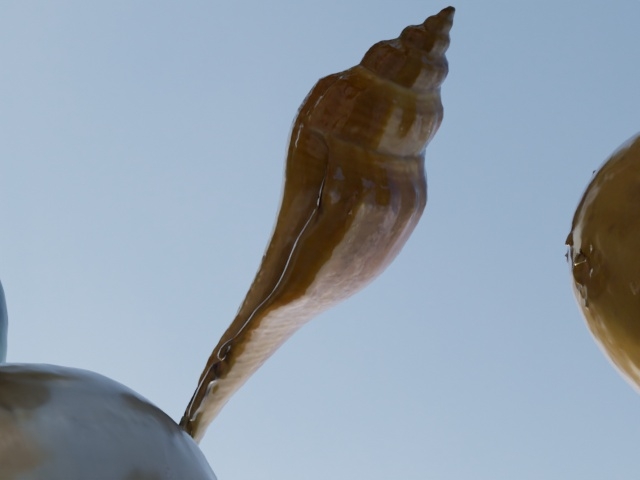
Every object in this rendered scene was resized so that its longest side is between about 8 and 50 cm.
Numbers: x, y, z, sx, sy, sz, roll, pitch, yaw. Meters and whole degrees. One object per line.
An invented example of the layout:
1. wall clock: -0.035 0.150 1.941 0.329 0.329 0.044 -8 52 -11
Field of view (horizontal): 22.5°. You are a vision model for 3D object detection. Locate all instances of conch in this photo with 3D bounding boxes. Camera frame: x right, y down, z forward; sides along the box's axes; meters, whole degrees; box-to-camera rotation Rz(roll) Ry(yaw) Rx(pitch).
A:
1. conch: 0.005 0.001 1.002 0.330 0.093 0.109 -65 -149 17

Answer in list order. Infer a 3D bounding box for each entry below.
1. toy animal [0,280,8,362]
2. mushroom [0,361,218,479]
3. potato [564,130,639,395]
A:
1. toy animal: -0.315 0.007 1.111 0.216 0.191 0.338 -18 -118 1
2. mushroom: -0.187 0.129 0.702 0.297 0.297 0.290 -41 -119 39
3. potato: 0.203 0.023 0.657 0.234 0.146 0.150 26 -69 48
